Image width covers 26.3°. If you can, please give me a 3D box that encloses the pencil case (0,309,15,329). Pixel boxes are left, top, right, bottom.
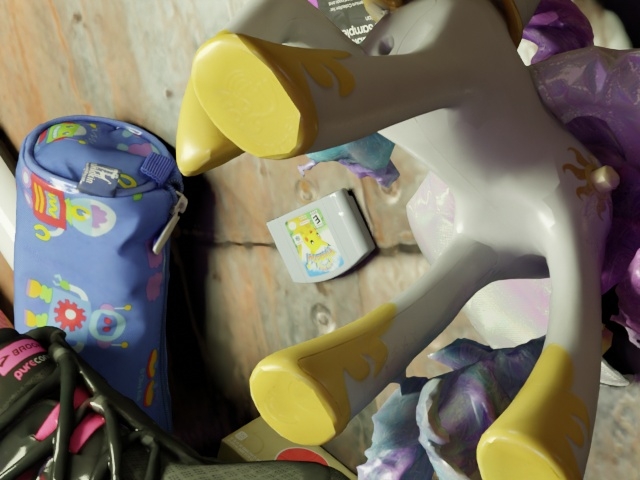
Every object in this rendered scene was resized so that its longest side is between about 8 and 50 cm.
[{"bbox_3d":[-0.280,0.161,1.238,0.273,0.113,0.124,50,177,13],"label":"pencil case"}]

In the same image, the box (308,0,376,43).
[{"bbox_3d":[0.013,-0.182,0.859,0.116,0.029,0.162,-4,105,45],"label":"box"}]

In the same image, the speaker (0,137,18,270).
[{"bbox_3d":[-0.273,-0.036,1.178,0.136,0.055,0.055,55,136,9],"label":"speaker"}]

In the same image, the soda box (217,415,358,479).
[{"bbox_3d":[0.003,0.209,1.027,0.181,0.061,0.058,35,129,26],"label":"soda box"}]

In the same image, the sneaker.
[{"bbox_3d":[-0.193,0.169,0.963,0.482,0.185,0.202,4,120,25],"label":"sneaker"}]

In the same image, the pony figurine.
[{"bbox_3d":[0.104,-0.030,0.664,0.302,0.363,0.351,-26,106,39],"label":"pony figurine"}]

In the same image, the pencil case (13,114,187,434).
[{"bbox_3d":[-0.173,0.053,1.081,0.133,0.119,0.306,14,120,14],"label":"pencil case"}]

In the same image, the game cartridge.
[{"bbox_3d":[0.000,0.000,0.966,0.083,0.017,0.056,-23,96,47],"label":"game cartridge"}]
